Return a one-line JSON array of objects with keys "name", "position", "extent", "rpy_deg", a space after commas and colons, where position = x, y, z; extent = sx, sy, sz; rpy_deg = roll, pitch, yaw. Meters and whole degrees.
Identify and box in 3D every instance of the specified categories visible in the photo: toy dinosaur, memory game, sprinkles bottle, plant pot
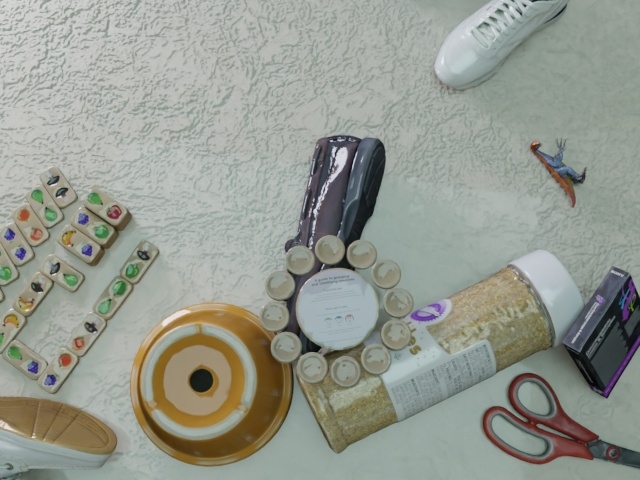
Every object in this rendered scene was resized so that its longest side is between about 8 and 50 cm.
[{"name": "toy dinosaur", "position": [0.320, -0.101, 1.129], "extent": [0.082, 0.047, 0.090], "rpy_deg": [19, 90, 21]}, {"name": "memory game", "position": [0.019, 0.083, 0.985], "extent": [0.186, 0.012, 0.186], "rpy_deg": [0, 76, 0]}, {"name": "sprinkles bottle", "position": [0.150, 0.137, 1.037], "extent": [0.355, 0.121, 0.121], "rpy_deg": [-25, 81, -6]}, {"name": "plant pot", "position": [-0.135, 0.170, 0.989], "extent": [0.205, 0.188, 0.205], "rpy_deg": [0, 80, -1]}]

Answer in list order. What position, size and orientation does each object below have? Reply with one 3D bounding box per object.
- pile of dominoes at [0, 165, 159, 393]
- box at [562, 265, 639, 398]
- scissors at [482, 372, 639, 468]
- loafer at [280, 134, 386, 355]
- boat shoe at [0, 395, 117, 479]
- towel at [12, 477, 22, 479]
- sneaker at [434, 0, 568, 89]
[{"name": "pile of dominoes", "position": [-0.353, 0.043, 1.083], "extent": [0.196, 0.040, 0.251], "rpy_deg": [34, 80, 4]}, {"name": "box", "position": [0.360, 0.117, 1.035], "extent": [0.029, 0.162, 0.116], "rpy_deg": [28, 78, 39]}, {"name": "scissors", "position": [0.354, 0.277, 1.071], "extent": [0.297, 0.021, 0.109], "rpy_deg": [30, 78, 3]}, {"name": "loafer", "position": [0.000, 0.000, 1.081], "extent": [0.095, 0.109, 0.302], "rpy_deg": [14, 73, 20]}, {"name": "boat shoe", "position": [-0.393, 0.250, 1.024], "extent": [0.277, 0.098, 0.096], "rpy_deg": [12, 103, -2]}, {"name": "towel", "position": [-0.321, 0.435, 0.991], "extent": [0.187, 0.049, 0.282], "rpy_deg": [-45, 94, -7]}, {"name": "sneaker", "position": [0.251, -0.302, 1.136], "extent": [0.235, 0.095, 0.090], "rpy_deg": [-42, 85, -7]}]
